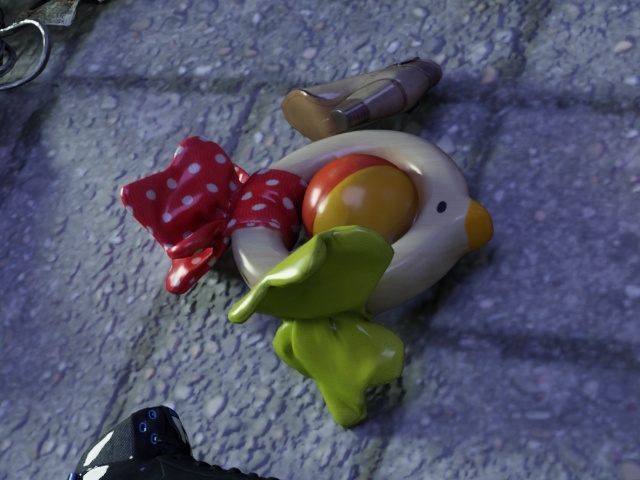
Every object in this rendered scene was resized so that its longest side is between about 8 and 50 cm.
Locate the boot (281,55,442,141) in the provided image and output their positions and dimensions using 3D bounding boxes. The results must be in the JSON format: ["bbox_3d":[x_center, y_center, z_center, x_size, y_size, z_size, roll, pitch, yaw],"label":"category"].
[{"bbox_3d":[0.033,-0.107,1.191,0.087,0.042,0.118,-30,22,-22],"label":"boot"}]

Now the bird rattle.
[{"bbox_3d":[0.000,0.000,1.100,0.207,0.143,0.253,-28,33,-13],"label":"bird rattle"}]

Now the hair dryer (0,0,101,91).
[{"bbox_3d":[-0.326,-0.186,1.358,0.293,0.080,0.223,-7,28,24],"label":"hair dryer"}]

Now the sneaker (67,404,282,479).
[{"bbox_3d":[-0.071,0.150,1.011,0.217,0.079,0.121,-15,51,16],"label":"sneaker"}]
